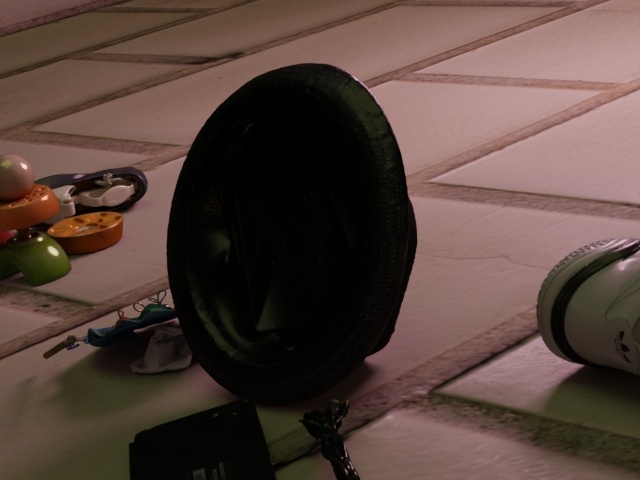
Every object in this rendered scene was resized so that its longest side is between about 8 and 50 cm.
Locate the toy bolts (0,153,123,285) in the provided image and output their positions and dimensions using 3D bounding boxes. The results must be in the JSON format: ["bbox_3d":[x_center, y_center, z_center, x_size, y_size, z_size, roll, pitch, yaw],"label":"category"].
[{"bbox_3d":[-0.388,-0.054,2.207,0.228,0.158,0.218,4,22,38],"label":"toy bolts"}]

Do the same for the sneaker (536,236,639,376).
[{"bbox_3d":[0.393,0.039,1.523,0.366,0.137,0.210,-20,20,-16],"label":"sneaker"}]

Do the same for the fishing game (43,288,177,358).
[{"bbox_3d":[-0.163,0.068,1.804,0.264,0.041,0.189,-18,-3,-18],"label":"fishing game"}]

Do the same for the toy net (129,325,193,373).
[{"bbox_3d":[-0.096,0.082,1.799,0.232,0.045,0.122,-16,19,-17],"label":"toy net"}]

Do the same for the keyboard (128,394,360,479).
[{"bbox_3d":[-0.058,0.201,1.421,0.201,0.033,0.317,-17,18,-3],"label":"keyboard"}]

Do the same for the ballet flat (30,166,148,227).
[{"bbox_3d":[-0.331,-0.058,2.349,0.203,0.074,0.074,-13,17,-19],"label":"ballet flat"}]

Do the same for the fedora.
[{"bbox_3d":[0.000,0.000,1.674,0.334,0.334,0.152,6,-6,41],"label":"fedora"}]
